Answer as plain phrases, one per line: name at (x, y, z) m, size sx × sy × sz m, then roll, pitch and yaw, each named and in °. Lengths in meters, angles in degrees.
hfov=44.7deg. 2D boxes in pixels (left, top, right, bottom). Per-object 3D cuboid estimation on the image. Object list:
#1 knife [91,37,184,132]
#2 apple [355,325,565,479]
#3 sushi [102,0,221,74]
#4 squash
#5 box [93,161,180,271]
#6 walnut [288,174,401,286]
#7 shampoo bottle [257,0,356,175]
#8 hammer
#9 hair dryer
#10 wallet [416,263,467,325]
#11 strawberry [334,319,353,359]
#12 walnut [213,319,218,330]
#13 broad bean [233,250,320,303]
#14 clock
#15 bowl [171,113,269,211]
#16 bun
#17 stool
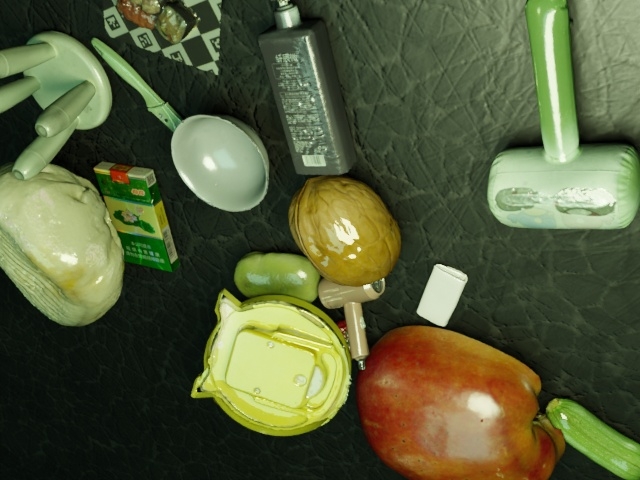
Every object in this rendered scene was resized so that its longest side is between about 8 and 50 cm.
knife at (-0.300, -0.250, 1.390) m, size 0.293 × 0.020 × 0.043 m, roll 44°, pitch 132°, yaw -8°
apple at (0.248, 0.320, 1.415) m, size 0.329 × 0.295 × 0.365 m, roll 20°, pitch 163°, yaw -41°
sushi at (-0.270, -0.385, 1.243) m, size 0.231 × 0.047 × 0.219 m, roll 22°, pitch 133°, yaw 14°
squash at (0.489, 0.352, 1.365) m, size 0.219 × 0.068 × 0.077 m, roll 32°, pitch 130°, yaw 5°
box at (-0.371, -0.046, 1.584) m, size 0.132 × 0.034 × 0.235 m, roll 11°, pitch 129°, yaw 25°
walnut at (0.039, -0.017, 1.277) m, size 0.167 × 0.167 × 0.207 m, roll -25°, pitch 110°, yaw 41°
shampoo bottle at (-0.027, -0.247, 1.192) m, size 0.098 × 0.071 × 0.309 m, roll 4°, pitch 126°, yaw 30°
hammer at (0.314, -0.170, 1.035) m, size 0.206 × 0.119 × 0.335 m, roll 1°, pitch 119°, yaw 30°
hair dryer at (0.067, 0.143, 1.406) m, size 0.117 × 0.064 × 0.181 m, roll -15°, pitch 82°, yaw 37°
wallet at (0.211, 0.096, 1.357) m, size 0.061 × 0.025 × 0.122 m, roll 24°, pitch 134°, yaw 10°
strawberry at (0.041, 0.193, 1.499) m, size 0.096 × 0.083 × 0.083 m, roll -21°, pitch 112°, yaw 40°
walnut at (-0.110, 0.246, 1.593) m, size 0.238 × 0.141 × 0.204 m, roll 5°, pitch 131°, yaw 31°
broad bean at (-0.086, 0.078, 1.480) m, size 0.174 × 0.082 × 0.124 m, roll 11°, pitch 128°, yaw 25°
clock at (-0.083, 0.231, 1.474) m, size 0.293 × 0.071 × 0.277 m, roll 25°, pitch 109°, yaw 2°
bowl at (-0.155, -0.151, 1.336) m, size 0.189 × 0.086 × 0.189 m, roll 16°, pitch 132°, yaw 18°
bun at (-0.524, -0.005, 1.561) m, size 0.365 × 0.219 × 0.365 m, roll 35°, pitch 148°, yaw 25°
stool at (-0.508, -0.246, 1.393) m, size 0.195 × 0.198 × 0.195 m, roll 43°, pitch 136°, yaw -7°
